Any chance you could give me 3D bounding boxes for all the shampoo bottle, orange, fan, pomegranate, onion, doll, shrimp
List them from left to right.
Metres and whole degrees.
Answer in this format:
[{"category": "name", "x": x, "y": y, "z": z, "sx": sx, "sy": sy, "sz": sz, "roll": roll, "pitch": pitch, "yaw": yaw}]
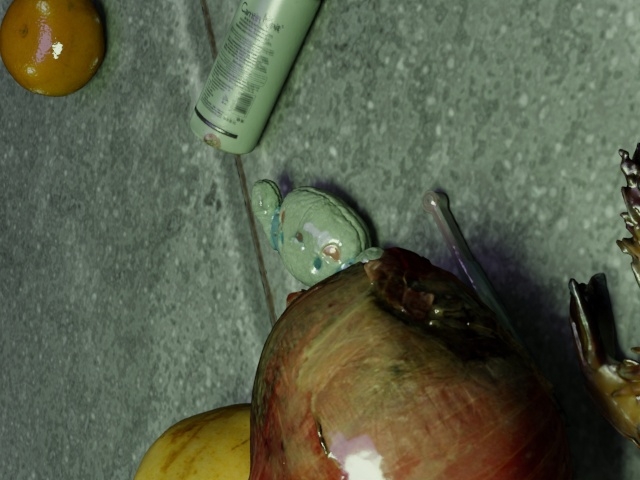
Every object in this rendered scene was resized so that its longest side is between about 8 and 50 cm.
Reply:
[{"category": "orange", "x": -0.367, "y": -0.276, "z": 1.725, "sx": 0.156, "sy": 0.124, "sz": 0.156, "roll": -1, "pitch": 88, "yaw": 30}, {"category": "pomegranate", "x": -0.090, "y": 0.299, "z": 1.315, "sx": 0.264, "sy": 0.264, "sz": 0.264, "roll": -1, "pitch": 89, "yaw": 47}, {"category": "shampoo bottle", "x": -0.066, "y": -0.228, "z": 1.426, "sx": 0.085, "sy": 0.085, "sz": 0.262, "roll": 46, "pitch": 121, "yaw": 37}, {"category": "doll", "x": 0.000, "y": 0.000, "z": 1.364, "sx": 0.214, "sy": 0.071, "sz": 0.104, "roll": 35, "pitch": 122, "yaw": 34}, {"category": "onion", "x": 0.077, "y": 0.185, "z": 1.118, "sx": 0.353, "sy": 0.353, "sz": 0.354, "roll": -1, "pitch": 89, "yaw": 47}, {"category": "fan", "x": 0.162, "y": 0.071, "z": 1.223, "sx": 0.057, "sy": 0.023, "sz": 0.282, "roll": -52, "pitch": 54, "yaw": 44}, {"category": "shrimp", "x": 0.282, "y": 0.063, "z": 1.068, "sx": 0.178, "sy": 0.075, "sz": 0.289, "roll": -28, "pitch": 82, "yaw": 46}]
